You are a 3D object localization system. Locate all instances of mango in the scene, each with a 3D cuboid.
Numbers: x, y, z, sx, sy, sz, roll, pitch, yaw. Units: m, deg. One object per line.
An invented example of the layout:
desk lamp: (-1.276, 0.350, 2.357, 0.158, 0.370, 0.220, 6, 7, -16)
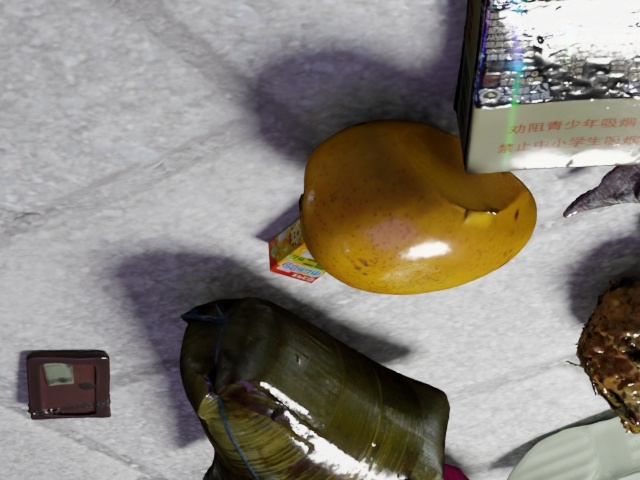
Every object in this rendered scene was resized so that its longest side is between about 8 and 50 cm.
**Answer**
mango: (0.098, -0.026, 1.603, 0.290, 0.160, 0.191, 9, 144, -38)

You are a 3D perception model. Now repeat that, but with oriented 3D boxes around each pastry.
pastry: (0.432, 0.141, 1.880, 0.275, 0.193, 0.275, -3, 147, -2)

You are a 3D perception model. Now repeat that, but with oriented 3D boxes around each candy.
candy: (0.000, 0.000, 1.735, 0.062, 0.038, 0.122, 18, 143, -32)

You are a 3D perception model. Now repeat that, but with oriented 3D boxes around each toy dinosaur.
toy dinosaur: (0.388, -0.083, 1.619, 0.162, 0.077, 0.294, 18, 130, -31)

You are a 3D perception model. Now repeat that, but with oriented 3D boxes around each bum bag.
bum bag: (-0.323, 0.184, 2.022, 0.109, 0.026, 0.159, 0, 144, -8)

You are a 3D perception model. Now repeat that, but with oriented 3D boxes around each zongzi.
zongzi: (-0.113, 0.224, 1.975, 0.432, 0.207, 0.403, -14, 145, 38)

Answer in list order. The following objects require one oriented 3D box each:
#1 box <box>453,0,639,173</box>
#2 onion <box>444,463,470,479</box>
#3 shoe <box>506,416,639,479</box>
box: (0.230, -0.179, 1.422, 0.198, 0.084, 0.310, -3, 149, -2)
onion: (0.118, 0.517, 2.284, 0.348, 0.385, 0.347, -5, 153, -2)
shoe: (0.438, 0.331, 2.274, 0.363, 0.131, 0.160, -32, 146, 33)
